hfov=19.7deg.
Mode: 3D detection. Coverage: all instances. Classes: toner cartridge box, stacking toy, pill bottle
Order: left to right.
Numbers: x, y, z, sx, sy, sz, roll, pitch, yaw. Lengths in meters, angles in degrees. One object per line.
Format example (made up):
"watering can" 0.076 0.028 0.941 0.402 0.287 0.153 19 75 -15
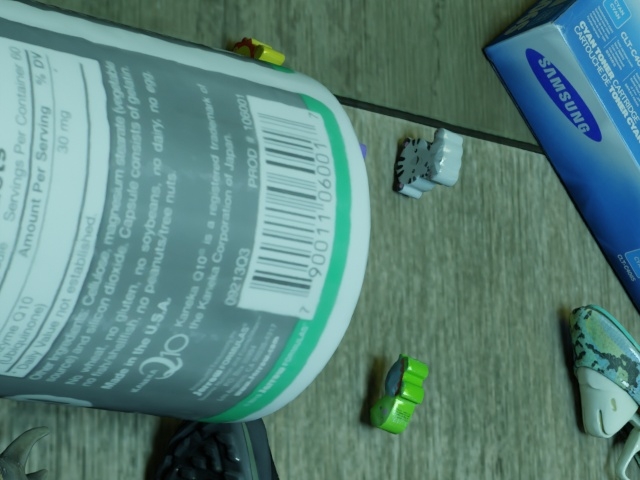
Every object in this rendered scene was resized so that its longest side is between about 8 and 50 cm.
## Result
"pill bottle" -0.171 -0.023 0.927 0.361 0.204 0.204 11 71 -36
"stacking toy" 0.000 0.000 1.166 0.167 0.052 0.221 22 67 -32
"toner cartridge box" 0.275 -0.043 1.381 0.165 0.075 0.348 -43 106 -39

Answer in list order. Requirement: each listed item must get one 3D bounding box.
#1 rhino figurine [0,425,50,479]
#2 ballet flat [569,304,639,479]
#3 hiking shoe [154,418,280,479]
"rhino figurine" -0.164 0.214 0.957 0.106 0.073 0.243 19 65 -30
"ballet flat" 0.223 0.133 1.304 0.188 0.070 0.070 52 52 -12
"hiking shoe" -0.027 0.201 1.073 0.114 0.086 0.227 -3 80 -52
